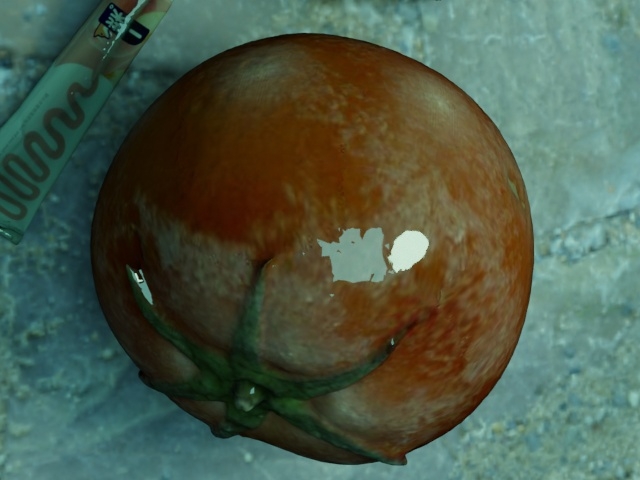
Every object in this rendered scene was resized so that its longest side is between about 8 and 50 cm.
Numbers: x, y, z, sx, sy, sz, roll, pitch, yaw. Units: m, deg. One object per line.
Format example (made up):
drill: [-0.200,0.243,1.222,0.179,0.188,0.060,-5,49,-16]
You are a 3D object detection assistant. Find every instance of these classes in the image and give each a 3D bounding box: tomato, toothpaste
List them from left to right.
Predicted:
toothpaste: [-0.153,-0.095,1.121,0.056,0.036,0.205,35,94,-16]
tomato: [0.000,0.000,1.079,0.264,0.265,0.265,-2,95,-21]
